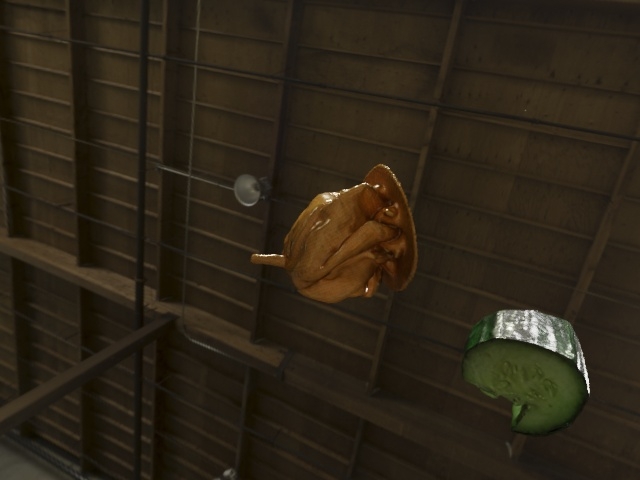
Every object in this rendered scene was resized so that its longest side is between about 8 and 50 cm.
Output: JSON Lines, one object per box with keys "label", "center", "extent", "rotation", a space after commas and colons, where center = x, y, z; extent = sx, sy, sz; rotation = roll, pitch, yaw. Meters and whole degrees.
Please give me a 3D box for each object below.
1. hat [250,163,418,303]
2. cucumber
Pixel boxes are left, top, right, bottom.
{"label": "hat", "center": [0.000, 0.000, 0.728], "extent": [0.233, 0.244, 0.233], "rotation": [-12, -47, -10]}
{"label": "cucumber", "center": [0.344, 0.209, 0.750], "extent": [0.191, 0.130, 0.191], "rotation": [7, -69, 20]}
